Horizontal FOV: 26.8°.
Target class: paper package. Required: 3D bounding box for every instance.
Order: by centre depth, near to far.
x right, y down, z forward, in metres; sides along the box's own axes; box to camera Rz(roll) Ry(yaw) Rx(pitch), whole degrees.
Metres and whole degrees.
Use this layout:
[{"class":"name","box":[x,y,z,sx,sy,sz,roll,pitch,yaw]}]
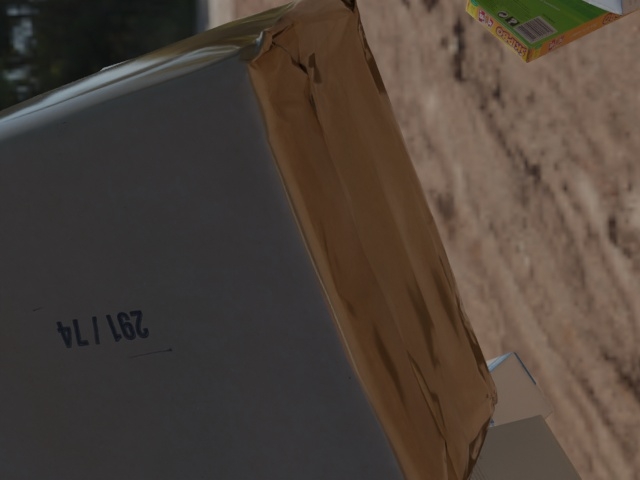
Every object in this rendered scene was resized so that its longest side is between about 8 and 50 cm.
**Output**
[{"class":"paper package","box":[-0.091,0.045,0.832,0.309,0.325,0.168,68,-153,-14]}]

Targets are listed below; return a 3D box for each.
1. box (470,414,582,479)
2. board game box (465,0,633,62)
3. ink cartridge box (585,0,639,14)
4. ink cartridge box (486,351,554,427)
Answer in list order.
[{"class":"box","box":[0.156,0.265,1.349,0.130,0.170,0.091,100,151,-44]},{"class":"board game box","box":[0.333,-0.330,1.820,0.124,0.259,0.039,47,150,27]},{"class":"ink cartridge box","box":[0.333,-0.317,1.280,0.082,0.191,0.139,41,148,49]},{"class":"ink cartridge box","box":[0.197,0.210,1.665,0.092,0.090,0.143,56,148,-3]}]
